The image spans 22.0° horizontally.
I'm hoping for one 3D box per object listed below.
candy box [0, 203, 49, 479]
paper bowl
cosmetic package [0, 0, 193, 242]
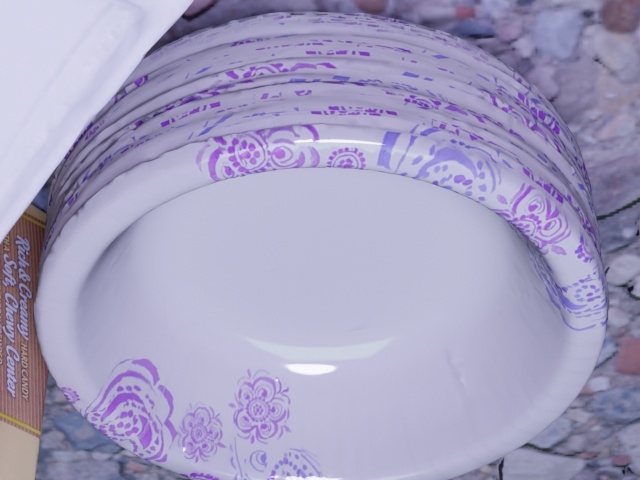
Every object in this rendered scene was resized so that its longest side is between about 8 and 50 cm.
[{"bbox_3d":[-0.231,0.075,0.809,0.088,0.316,0.183,-31,129,27],"label":"candy box"},{"bbox_3d":[0.000,0.000,0.856,0.284,0.148,0.284,-1,137,-1],"label":"paper bowl"},{"bbox_3d":[-0.227,-0.171,0.492,0.327,0.393,0.329,24,132,-22],"label":"cosmetic package"}]
